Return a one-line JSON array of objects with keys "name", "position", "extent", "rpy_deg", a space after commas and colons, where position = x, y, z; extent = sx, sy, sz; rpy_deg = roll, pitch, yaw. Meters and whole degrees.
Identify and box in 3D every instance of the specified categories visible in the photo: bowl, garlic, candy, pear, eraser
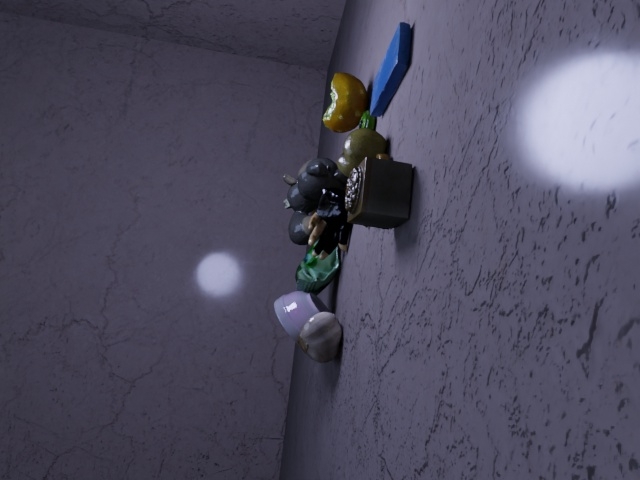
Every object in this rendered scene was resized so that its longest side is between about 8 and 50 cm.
[{"name": "bowl", "position": [-0.049, 0.324, 2.022], "extent": [0.143, 0.287, 0.287], "rpy_deg": [-39, 16, 8]}, {"name": "garlic", "position": [0.016, 0.377, 1.815], "extent": [0.143, 0.177, 0.230], "rpy_deg": [47, 156, 42]}, {"name": "candy", "position": [0.003, 0.075, 2.180], "extent": [0.263, 0.171, 0.398], "rpy_deg": [117, 173, -59]}, {"name": "pear", "position": [0.132, -0.275, 1.524], "extent": [0.167, 0.136, 0.167], "rpy_deg": [23, -90, -83]}, {"name": "eraser", "position": [0.217, -0.524, 1.510], "extent": [0.312, 0.042, 0.144], "rpy_deg": [120, 158, -74]}]

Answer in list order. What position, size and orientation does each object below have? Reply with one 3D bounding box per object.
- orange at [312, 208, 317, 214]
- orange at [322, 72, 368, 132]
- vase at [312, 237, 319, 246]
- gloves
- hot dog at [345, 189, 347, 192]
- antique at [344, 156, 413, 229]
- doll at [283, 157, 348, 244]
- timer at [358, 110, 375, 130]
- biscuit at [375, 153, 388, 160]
[{"name": "orange", "position": [0.025, -0.166, 2.384], "extent": [0.154, 0.134, 0.155], "rpy_deg": [-179, 90, -85]}, {"name": "orange", "position": [0.107, -0.553, 1.942], "extent": [0.179, 0.158, 0.238], "rpy_deg": [4, -78, -59]}, {"name": "vase", "position": [0.000, 0.000, 2.471], "extent": [0.248, 0.128, 0.128], "rpy_deg": [87, -172, -67]}, {"name": "gloves", "position": [0.048, -0.059, 1.967], "extent": [0.152, 0.197, 0.301], "rpy_deg": [11, -75, -63]}, {"name": "hot dog", "position": [0.106, -0.163, 2.051], "extent": [0.056, 0.041, 0.133], "rpy_deg": [-101, 20, -72]}, {"name": "antique", "position": [0.141, -0.117, 1.215], "extent": [0.152, 0.147, 0.147], "rpy_deg": [140, 136, -77]}, {"name": "doll", "position": [-0.006, -0.190, 2.178], "extent": [0.382, 0.252, 0.379], "rpy_deg": [-30, 68, 58]}, {"name": "timer", "position": [0.167, -0.406, 1.786], "extent": [0.128, 0.047, 0.140], "rpy_deg": [-91, 11, -58]}, {"name": "biscuit", "position": [0.173, -0.136, 1.435], "extent": [0.239, 0.041, 0.213], "rpy_deg": [111, 160, -59]}]
